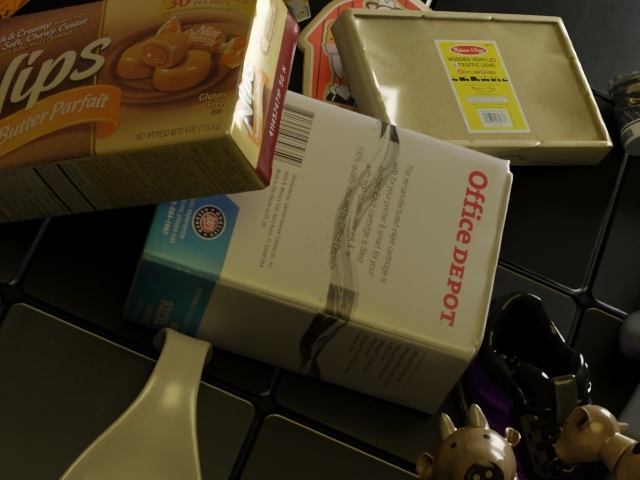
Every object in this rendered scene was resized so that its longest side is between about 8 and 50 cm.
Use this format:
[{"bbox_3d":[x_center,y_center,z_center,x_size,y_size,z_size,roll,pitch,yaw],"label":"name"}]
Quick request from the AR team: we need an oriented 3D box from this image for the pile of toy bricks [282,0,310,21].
[{"bbox_3d":[-0.126,-0.244,1.902,0.212,0.118,0.105,-24,36,-18],"label":"pile of toy bricks"}]

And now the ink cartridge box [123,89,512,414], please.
[{"bbox_3d":[0.000,0.000,1.762,0.307,0.129,0.223,18,56,-5],"label":"ink cartridge box"}]

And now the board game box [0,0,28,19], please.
[{"bbox_3d":[-0.369,-0.443,1.786,0.356,0.356,0.356,38,56,8],"label":"board game box"}]

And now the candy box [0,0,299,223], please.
[{"bbox_3d":[-0.187,-0.122,1.704,0.316,0.087,0.183,-7,53,25],"label":"candy box"}]

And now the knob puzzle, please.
[{"bbox_3d":[0.071,-0.190,1.960,0.213,0.030,0.213,7,58,-12],"label":"knob puzzle"}]

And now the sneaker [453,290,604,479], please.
[{"bbox_3d":[0.199,0.175,1.706,0.102,0.146,0.293,-9,63,-21],"label":"sneaker"}]

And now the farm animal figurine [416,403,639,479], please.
[{"bbox_3d":[0.158,0.214,1.554,0.330,0.327,0.172,-11,82,-19],"label":"farm animal figurine"}]

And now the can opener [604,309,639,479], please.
[{"bbox_3d":[0.297,0.141,1.761,0.095,0.076,0.283,8,26,24],"label":"can opener"}]

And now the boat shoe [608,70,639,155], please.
[{"bbox_3d":[0.392,-0.140,2.002,0.183,0.065,0.083,-3,62,-17],"label":"boat shoe"}]

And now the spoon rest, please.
[{"bbox_3d":[-0.149,0.188,1.633,0.137,0.084,0.276,18,56,-5],"label":"spoon rest"}]

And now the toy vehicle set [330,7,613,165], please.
[{"bbox_3d":[0.154,-0.153,1.929,0.267,0.035,0.166,-1,59,-29],"label":"toy vehicle set"}]
